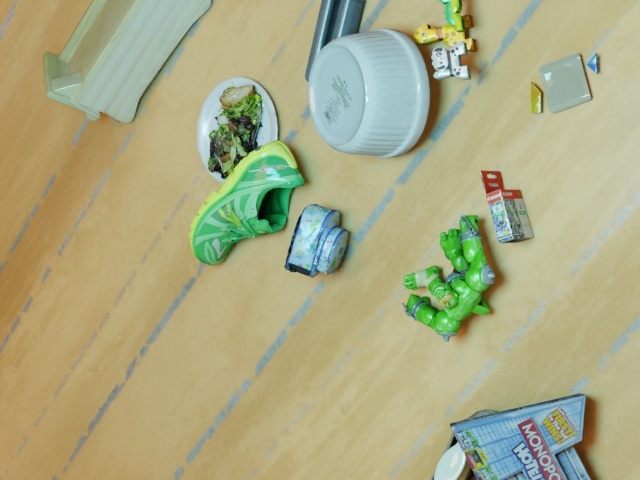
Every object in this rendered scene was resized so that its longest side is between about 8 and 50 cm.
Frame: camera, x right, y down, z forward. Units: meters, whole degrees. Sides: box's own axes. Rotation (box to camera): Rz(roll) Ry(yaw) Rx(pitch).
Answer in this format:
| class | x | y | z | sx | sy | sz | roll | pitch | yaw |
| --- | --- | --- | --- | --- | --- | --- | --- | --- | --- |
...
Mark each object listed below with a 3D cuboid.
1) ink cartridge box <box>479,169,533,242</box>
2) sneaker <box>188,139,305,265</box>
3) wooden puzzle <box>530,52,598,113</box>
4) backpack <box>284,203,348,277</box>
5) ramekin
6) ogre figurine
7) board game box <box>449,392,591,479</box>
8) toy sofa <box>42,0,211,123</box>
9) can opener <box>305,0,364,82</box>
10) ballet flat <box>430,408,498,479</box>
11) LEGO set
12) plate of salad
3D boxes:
| class | x | y | z | sx | sy | sz | roll | pitch | yaw |
| --- | --- | --- | --- | --- | --- | --- | --- | --- | --- |
| ink cartridge box | 0.279 | -0.054 | 1.676 | 0.029 | 0.063 | 0.115 | -21 | 79 | 38 |
| sneaker | -0.133 | -0.044 | 1.967 | 0.123 | 0.109 | 0.295 | 52 | 127 | 16 |
| wooden puzzle | 0.359 | -0.231 | 1.641 | 0.116 | 0.014 | 0.078 | -10 | 89 | 38 |
| backpack | 0.000 | 0.000 | 1.874 | 0.084 | 0.105 | 0.114 | 16 | 101 | 14 |
| ramekin | 0.068 | -0.231 | 1.769 | 0.207 | 0.109 | 0.207 | 16 | 109 | 54 |
| ogre figurine | 0.205 | 0.066 | 1.724 | 0.197 | 0.097 | 0.118 | -44 | 46 | 14 |
| board game box | 0.317 | 0.310 | 1.614 | 0.194 | 0.060 | 0.194 | -28 | 85 | 2 |
| toy sofa | -0.375 | -0.410 | 2.145 | 0.362 | 0.177 | 0.150 | -50 | 38 | 28 |
| can opener | 0.021 | -0.395 | 1.847 | 0.076 | 0.095 | 0.283 | 22 | 105 | 36 |
| ballet flat | 0.194 | 0.400 | 1.729 | 0.107 | 0.106 | 0.316 | 29 | 109 | 34 |
| LEGO set | 0.180 | -0.348 | 1.727 | 0.093 | 0.087 | 0.227 | -9 | 86 | 24 |
| plate of salad | -0.159 | -0.197 | 2.025 | 0.200 | 0.048 | 0.200 | 1 | 92 | 37 |
